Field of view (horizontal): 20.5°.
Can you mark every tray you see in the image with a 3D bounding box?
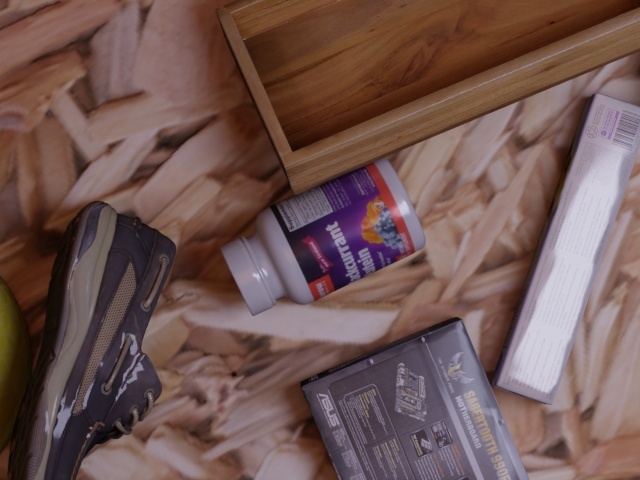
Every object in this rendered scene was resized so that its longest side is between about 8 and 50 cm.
[{"bbox_3d":[0.122,-0.219,1.799,0.411,0.076,0.203,-23,64,-2],"label":"tray"}]

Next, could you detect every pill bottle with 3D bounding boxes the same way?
[{"bbox_3d":[0.000,0.000,1.802,0.193,0.108,0.108,-26,89,-2],"label":"pill bottle"}]

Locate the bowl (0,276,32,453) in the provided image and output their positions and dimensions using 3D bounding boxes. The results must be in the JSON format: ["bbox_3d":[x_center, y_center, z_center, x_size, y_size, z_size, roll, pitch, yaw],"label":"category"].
[{"bbox_3d":[-0.440,0.126,1.760,0.289,0.156,0.289,0,88,-1],"label":"bowl"}]

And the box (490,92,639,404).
[{"bbox_3d":[0.259,0.008,1.834,0.067,0.063,0.324,18,87,0],"label":"box"}]

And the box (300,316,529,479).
[{"bbox_3d":[0.105,0.218,1.824,0.183,0.056,0.231,-23,90,-3],"label":"box"}]

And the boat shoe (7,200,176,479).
[{"bbox_3d":[-0.221,0.140,1.766,0.130,0.132,0.355,15,81,-16],"label":"boat shoe"}]
